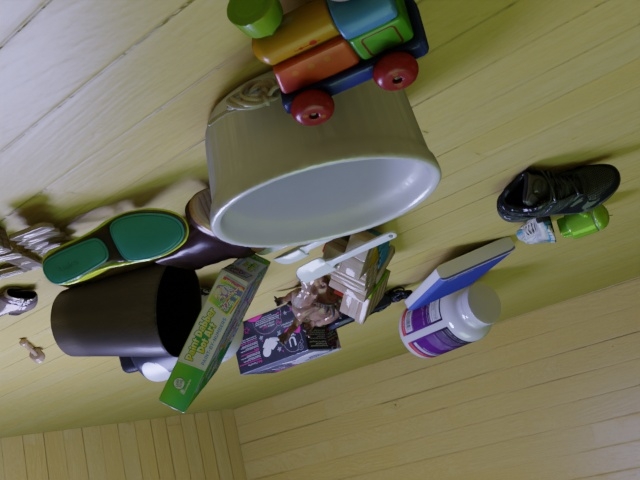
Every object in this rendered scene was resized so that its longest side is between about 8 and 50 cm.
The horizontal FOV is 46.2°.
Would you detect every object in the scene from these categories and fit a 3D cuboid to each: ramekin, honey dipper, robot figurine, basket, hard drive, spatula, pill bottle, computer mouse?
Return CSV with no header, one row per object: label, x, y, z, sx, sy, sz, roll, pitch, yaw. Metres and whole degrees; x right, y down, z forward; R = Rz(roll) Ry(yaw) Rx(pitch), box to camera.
ramekin,-0.006,-0.100,0.903,0.277,0.135,0.277,-12,163,-4
honey dipper,-0.670,0.252,1.737,0.031,0.030,0.160,-10,159,-11
robot figurine,0.596,-0.045,1.692,0.115,0.067,0.101,-22,150,26
basket,-0.355,0.133,1.362,0.227,0.204,0.154,-9,127,16
hard drive,0.350,0.092,1.935,0.210,0.040,0.318,-22,166,-14
spatula,0.000,0.000,1.338,0.242,0.019,0.168,-26,128,37
pill bottle,0.390,0.235,2.257,0.182,0.181,0.323,-3,161,-32
robot figurine,-0.301,0.199,1.609,0.278,0.209,0.173,-19,121,19
computer mouse,0.108,0.175,2.050,0.189,0.072,0.272,-30,169,39

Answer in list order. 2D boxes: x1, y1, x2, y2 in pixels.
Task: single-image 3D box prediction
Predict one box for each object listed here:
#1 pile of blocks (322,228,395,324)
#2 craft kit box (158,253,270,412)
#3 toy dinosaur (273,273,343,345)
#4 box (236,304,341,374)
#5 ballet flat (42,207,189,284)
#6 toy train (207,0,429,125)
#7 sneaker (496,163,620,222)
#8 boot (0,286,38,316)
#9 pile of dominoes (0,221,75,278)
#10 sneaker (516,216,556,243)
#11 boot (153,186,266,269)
pile of blocks,0.070,0.042,1.541,0.113,0.149,0.362,27,160,16
craft kit box,-0.180,0.150,1.330,0.061,0.249,0.246,27,-172,4
toy dinosaur,0.006,0.148,1.779,0.200,0.127,0.296,-27,166,20
box,-0.094,0.270,2.052,0.247,0.142,0.163,-23,161,32
ballet flat,-0.293,0.001,1.088,0.231,0.077,0.077,-19,-167,10
toy train,-0.040,-0.179,0.692,0.248,0.105,0.143,-20,152,20
sneaker,0.436,-0.092,1.372,0.228,0.087,0.130,-12,171,12
boot,-0.565,0.110,1.331,0.119,0.042,0.087,-1,154,-39
pile of dominoes,-0.466,0.009,1.108,0.196,0.040,0.251,-16,172,-6
sneaker,0.481,-0.021,1.684,0.083,0.071,0.191,-12,164,16
boot,-0.183,0.000,1.169,0.207,0.090,0.248,-23,165,24
